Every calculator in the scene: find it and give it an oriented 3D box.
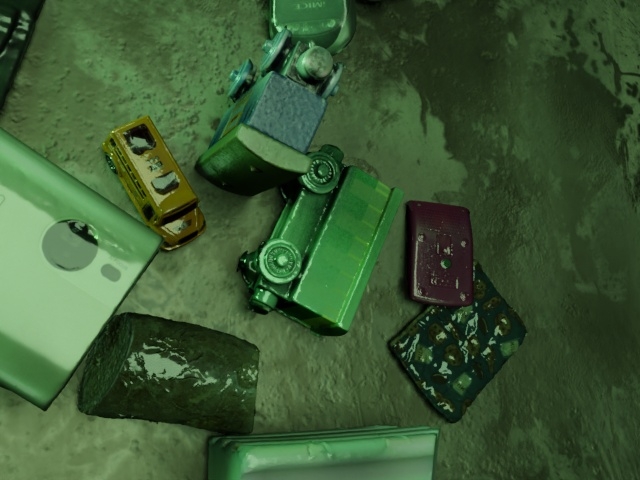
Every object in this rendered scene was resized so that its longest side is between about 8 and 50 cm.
[{"bbox_3d":[0.215,0.022,1.213,0.126,0.034,0.191,7,69,-14],"label":"calculator"}]

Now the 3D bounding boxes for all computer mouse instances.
[{"bbox_3d":[-0.017,-0.422,1.189,0.167,0.090,0.380,1,90,12],"label":"computer mouse"}]

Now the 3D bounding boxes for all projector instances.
[{"bbox_3d":[-0.376,0.040,0.857,0.249,0.248,0.249,36,68,-12],"label":"projector"}]

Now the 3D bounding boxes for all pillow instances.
[{"bbox_3d":[0.253,0.177,1.218,0.255,0.034,0.189,-41,98,-26],"label":"pillow"}]

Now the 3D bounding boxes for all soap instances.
[{"bbox_3d":[0.022,0.336,0.988,0.346,0.208,0.115,3,80,-23],"label":"soap"}]

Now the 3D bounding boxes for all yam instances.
[{"bbox_3d":[-0.200,0.188,0.963,0.254,0.154,0.154,15,74,-17],"label":"yam"}]

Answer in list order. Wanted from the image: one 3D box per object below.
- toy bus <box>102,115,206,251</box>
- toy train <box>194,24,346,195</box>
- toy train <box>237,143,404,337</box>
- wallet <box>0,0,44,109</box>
[{"bbox_3d":[-0.245,-0.084,1.027,0.083,0.088,0.195,-32,92,-26],"label":"toy bus"},{"bbox_3d":[-0.083,-0.181,1.007,0.131,0.299,0.202,27,78,-18],"label":"toy train"},{"bbox_3d":[0.000,0.000,1.098,0.202,0.120,0.301,30,70,-17],"label":"toy train"},{"bbox_3d":[-0.541,-0.354,0.987,0.247,0.041,0.323,19,67,-20],"label":"wallet"}]
